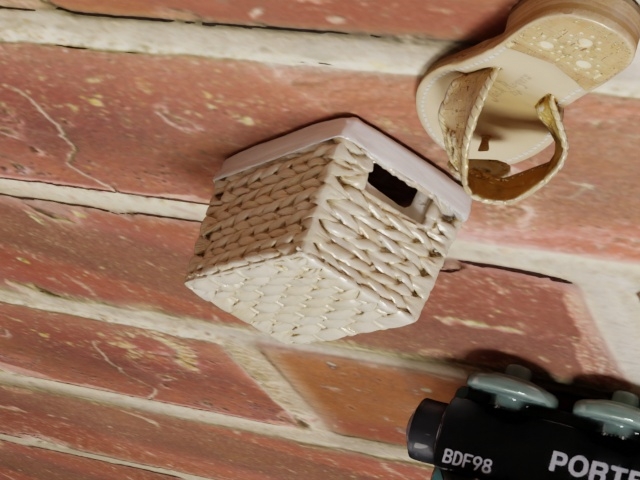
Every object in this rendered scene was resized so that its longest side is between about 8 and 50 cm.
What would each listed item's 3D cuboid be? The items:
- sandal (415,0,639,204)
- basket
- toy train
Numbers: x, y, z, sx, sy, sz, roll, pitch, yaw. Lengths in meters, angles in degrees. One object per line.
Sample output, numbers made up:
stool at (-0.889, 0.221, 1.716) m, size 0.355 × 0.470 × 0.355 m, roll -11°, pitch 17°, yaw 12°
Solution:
sandal at (0.101, -0.061, 1.027) m, size 0.088 × 0.079 × 0.240 m, roll 23°, pitch 158°, yaw -9°
basket at (0.000, 0.000, 1.226) m, size 0.113 × 0.103 × 0.167 m, roll 31°, pitch 156°, yaw -26°
toy train at (0.236, 0.199, 1.481) m, size 0.334 × 0.142 × 0.190 m, roll 12°, pitch 167°, yaw 19°
